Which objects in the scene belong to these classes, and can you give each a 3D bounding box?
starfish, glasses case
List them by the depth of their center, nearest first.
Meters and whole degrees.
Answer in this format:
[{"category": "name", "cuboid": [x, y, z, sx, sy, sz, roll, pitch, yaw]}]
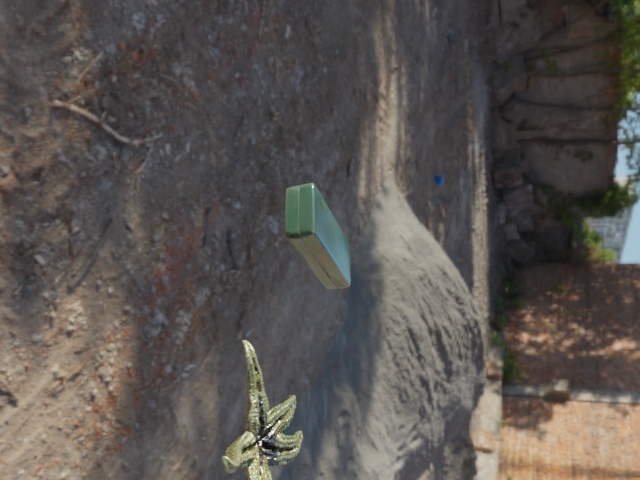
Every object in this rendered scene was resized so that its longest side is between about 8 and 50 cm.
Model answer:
[{"category": "starfish", "cuboid": [-0.068, 0.222, 0.734, 0.223, 0.050, 0.216, 15, 71, -76]}, {"category": "glasses case", "cuboid": [0.000, 0.000, 0.862, 0.184, 0.039, 0.077, 56, 29, -59]}]
